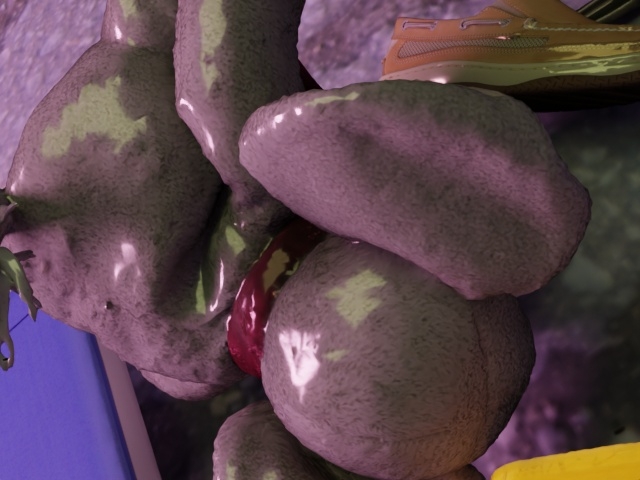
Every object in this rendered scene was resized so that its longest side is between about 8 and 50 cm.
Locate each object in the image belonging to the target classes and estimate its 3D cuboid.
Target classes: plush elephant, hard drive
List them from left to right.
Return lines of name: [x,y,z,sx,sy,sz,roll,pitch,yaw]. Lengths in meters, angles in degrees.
hard drive: [-0.170,0.179,0.609,0.210,0.040,0.319,-41,44,13]
plush elephant: [0.000,0.000,0.517,0.330,0.255,0.272,-52,-15,-50]

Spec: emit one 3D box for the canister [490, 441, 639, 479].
canister: [0.122,0.165,0.406,0.126,0.073,0.170,-17,54,33]

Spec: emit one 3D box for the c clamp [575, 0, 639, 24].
c clamp: [0.126,-0.160,0.667,0.137,0.022,0.161,-35,43,10]

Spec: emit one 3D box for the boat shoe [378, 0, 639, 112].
boat shoe: [0.105,-0.105,0.594,0.190,0.068,0.072,2,87,41]
